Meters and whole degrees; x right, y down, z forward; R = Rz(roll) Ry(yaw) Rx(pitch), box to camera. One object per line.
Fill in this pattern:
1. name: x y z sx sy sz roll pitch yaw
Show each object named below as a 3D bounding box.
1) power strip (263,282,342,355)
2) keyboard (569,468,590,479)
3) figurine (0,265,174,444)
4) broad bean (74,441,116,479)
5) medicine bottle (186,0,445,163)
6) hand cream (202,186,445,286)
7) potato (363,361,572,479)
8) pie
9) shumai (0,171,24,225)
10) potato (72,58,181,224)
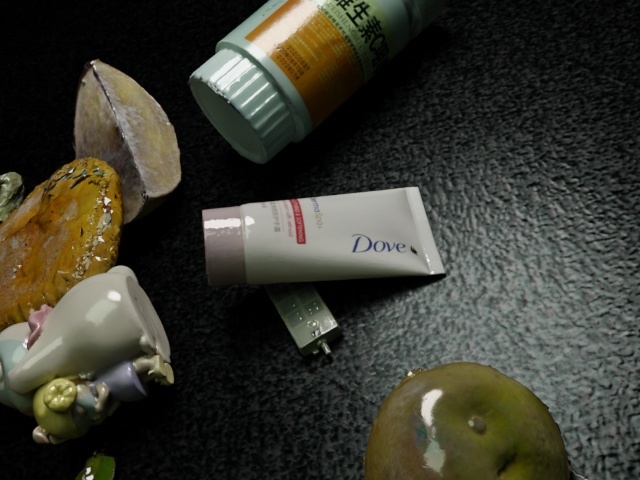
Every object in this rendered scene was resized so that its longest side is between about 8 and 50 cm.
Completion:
1. power strip: -0.018 0.072 0.948 0.050 0.019 0.136 -29 45 -4
2. keyboard: 0.146 0.185 0.775 0.195 0.018 0.060 28 69 40
3. figurine: -0.281 0.139 0.943 0.235 0.127 0.155 -28 69 1
4. broad bean: -0.274 0.264 0.860 0.195 0.046 0.061 -29 47 -33
5. medicine bottle: -0.004 -0.246 1.124 0.318 0.158 0.158 -43 47 -15
6. hand cream: 0.000 0.000 0.953 0.247 0.083 0.133 -7 48 -7
7. potato: 0.102 0.180 0.719 0.182 0.117 0.202 -6 55 23
8. pie: -0.329 0.007 1.094 0.273 0.069 0.274 -20 52 28
9. shumai: -0.431 -0.042 1.224 0.083 0.082 0.081 -28 82 18
10. potato: -0.248 -0.107 1.185 0.120 0.100 0.261 -50 52 34
